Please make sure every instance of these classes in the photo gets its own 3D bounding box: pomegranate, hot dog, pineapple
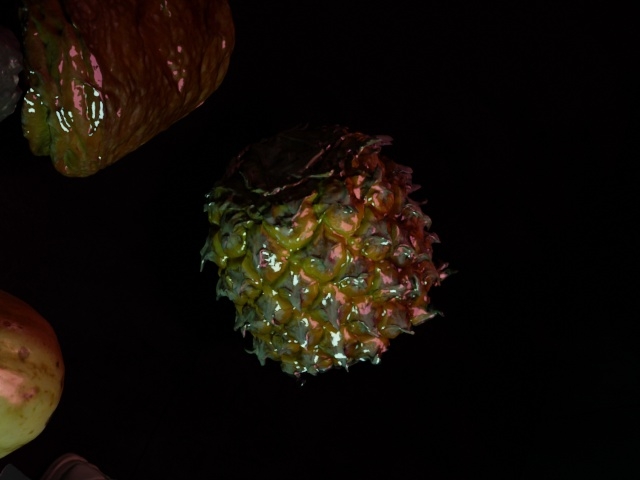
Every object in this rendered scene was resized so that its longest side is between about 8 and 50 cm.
[{"bbox_3d":[-0.399,0.141,1.646,0.215,0.215,0.215,-24,119,-52],"label":"pomegranate"},{"bbox_3d":[-0.252,-0.221,1.775,0.387,0.174,0.267,-41,129,-58],"label":"hot dog"},{"bbox_3d":[0.001,0.001,2.103,0.352,0.352,0.300,-47,129,-39],"label":"pineapple"}]

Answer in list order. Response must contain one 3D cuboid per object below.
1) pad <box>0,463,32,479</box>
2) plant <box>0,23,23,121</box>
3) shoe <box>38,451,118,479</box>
[{"bbox_3d":[-0.359,0.386,1.786,0.159,0.009,0.265,-57,146,-18],"label":"pad"},{"bbox_3d":[-0.423,-0.184,1.566,0.194,0.132,0.129,3,93,-46],"label":"plant"},{"bbox_3d":[-0.355,0.395,1.887,0.275,0.098,0.103,-57,139,-29],"label":"shoe"}]
